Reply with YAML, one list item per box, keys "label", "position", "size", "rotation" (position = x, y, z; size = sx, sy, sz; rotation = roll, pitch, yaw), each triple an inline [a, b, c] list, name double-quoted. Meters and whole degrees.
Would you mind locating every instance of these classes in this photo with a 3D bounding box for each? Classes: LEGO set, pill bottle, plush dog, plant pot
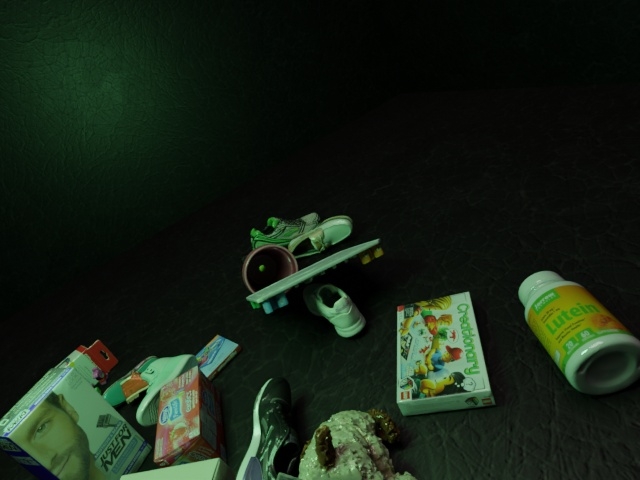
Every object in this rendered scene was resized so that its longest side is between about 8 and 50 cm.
- label: "LEGO set"
  position: [-0.835, 0.539, 1.419]
  size: [0.087, 0.093, 0.227]
  rotation: [-29, 26, -5]
- label: "pill bottle"
  position: [0.501, 0.168, 0.807]
  size: [0.136, 0.136, 0.246]
  rotation: [-22, 26, 10]
- label: "plush dog"
  position: [0.040, 0.412, 0.771]
  size: [0.262, 0.211, 0.225]
  rotation: [-22, 0, 6]
- label: "plant pot"
  position: [-0.204, 0.114, 1.522]
  size: [0.201, 0.201, 0.180]
  rotation: [-36, 12, -18]

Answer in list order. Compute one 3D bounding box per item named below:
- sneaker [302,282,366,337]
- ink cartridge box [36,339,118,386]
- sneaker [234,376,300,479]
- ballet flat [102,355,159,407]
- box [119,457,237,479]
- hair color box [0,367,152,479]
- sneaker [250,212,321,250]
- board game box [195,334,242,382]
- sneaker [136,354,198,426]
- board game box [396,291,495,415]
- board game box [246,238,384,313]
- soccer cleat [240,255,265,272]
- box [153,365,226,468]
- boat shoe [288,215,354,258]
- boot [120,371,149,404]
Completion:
- label: "sneaker"
  position: [0.024, 0.171, 1.228]
  size: [0.114, 0.152, 0.305]
  rotation: [-38, 27, -16]
- label: "ink cartridge box"
  position: [-0.907, 0.497, 1.518]
  size: [0.078, 0.134, 0.231]
  rotation: [-1, 35, 42]
- label: "sneaker"
  position: [-0.085, 0.432, 0.892]
  size: [0.124, 0.107, 0.283]
  rotation: [-29, 31, 29]
- label: "ballet flat"
  position: [-0.651, 0.486, 1.385]
  size: [0.079, 0.077, 0.221]
  rotation: [-26, 14, 48]
- label: "box"
  position: [-0.319, 0.564, 0.878]
  size: [0.275, 0.113, 0.094]
  rotation: [-20, 28, 17]
- label: "hair color box"
  position: [-0.596, 0.498, 0.993]
  size: [0.110, 0.339, 0.185]
  rotation: [-13, 29, 28]
- label: "sneaker"
  position: [-0.144, -0.045, 1.765]
  size: [0.343, 0.146, 0.134]
  rotation: [-27, 25, -24]
- label: "board game box"
  position: [-0.393, 0.427, 1.290]
  size: [0.145, 0.027, 0.281]
  rotation: [7, 42, 46]
- label: "sneaker"
  position: [-0.493, 0.447, 1.205]
  size: [0.151, 0.094, 0.256]
  rotation: [-9, 21, 20]
- label: "board game box"
  position: [0.279, 0.255, 0.949]
  size: [0.192, 0.053, 0.305]
  rotation: [-16, 28, 20]
- label: "board game box"
  position: [-0.034, 0.117, 1.274]
  size: [0.389, 0.050, 0.390]
  rotation: [-26, 0, -16]
- label: "soccer cleat"
  position: [-0.308, 0.112, 1.750]
  size: [0.072, 0.060, 0.178]
  rotation: [-43, 33, -27]
- label: "box"
  position: [-0.334, 0.471, 1.041]
  size: [0.122, 0.128, 0.257]
  rotation: [-29, 27, -5]
- label: "boat shoe"
  position: [0.000, 0.000, 1.622]
  size: [0.302, 0.113, 0.103]
  rotation: [-25, 25, 29]
- label: "boot"
  position: [-0.581, 0.457, 1.331]
  size: [0.157, 0.085, 0.059]
  rotation: [-32, -16, -15]
